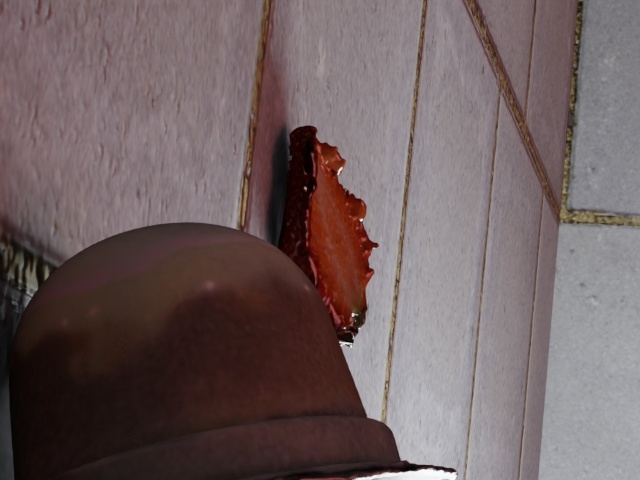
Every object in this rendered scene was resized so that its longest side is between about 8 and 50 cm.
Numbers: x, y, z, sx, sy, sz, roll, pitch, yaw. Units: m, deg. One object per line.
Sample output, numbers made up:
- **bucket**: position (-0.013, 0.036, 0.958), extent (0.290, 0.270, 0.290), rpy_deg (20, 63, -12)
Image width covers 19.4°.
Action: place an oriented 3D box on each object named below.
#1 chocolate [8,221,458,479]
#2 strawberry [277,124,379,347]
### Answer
- **chocolate**: position (-0.065, 0.069, 0.774), extent (0.221, 0.221, 0.147), rpy_deg (38, 29, -74)
- **strawberry**: position (-0.003, 0.000, 1.221), extent (0.104, 0.048, 0.152), rpy_deg (-33, 112, -65)
